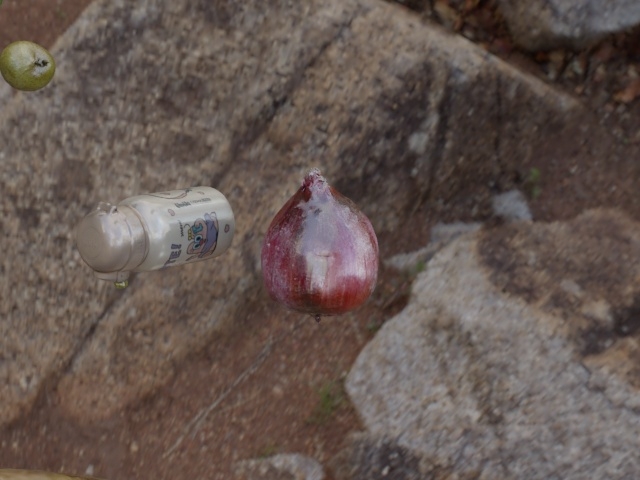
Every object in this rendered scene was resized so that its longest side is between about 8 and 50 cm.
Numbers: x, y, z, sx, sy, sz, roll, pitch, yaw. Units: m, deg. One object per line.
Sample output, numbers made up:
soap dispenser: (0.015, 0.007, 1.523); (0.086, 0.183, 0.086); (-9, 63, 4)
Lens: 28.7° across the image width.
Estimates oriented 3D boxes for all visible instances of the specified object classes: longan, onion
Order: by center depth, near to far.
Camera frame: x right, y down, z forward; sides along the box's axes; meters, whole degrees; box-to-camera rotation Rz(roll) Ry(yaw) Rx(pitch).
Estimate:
onion: (0.000, 0.000, 1.562); (0.159, 0.195, 0.159); (0, 18, 0)
longan: (-0.392, -0.236, 1.686); (0.075, 0.083, 0.075); (6, 82, -44)

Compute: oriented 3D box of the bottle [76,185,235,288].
bottle: (-0.209, -0.004, 1.559); (0.097, 0.110, 0.209); (16, 18, 35)

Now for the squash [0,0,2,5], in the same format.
squash: (-0.390, -0.356, 1.474); (0.066, 0.066, 0.229); (11, 79, -11)

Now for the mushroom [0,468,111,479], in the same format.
mushroom: (-0.232, 0.294, 1.058); (0.397, 0.224, 0.313); (-30, 93, -14)
